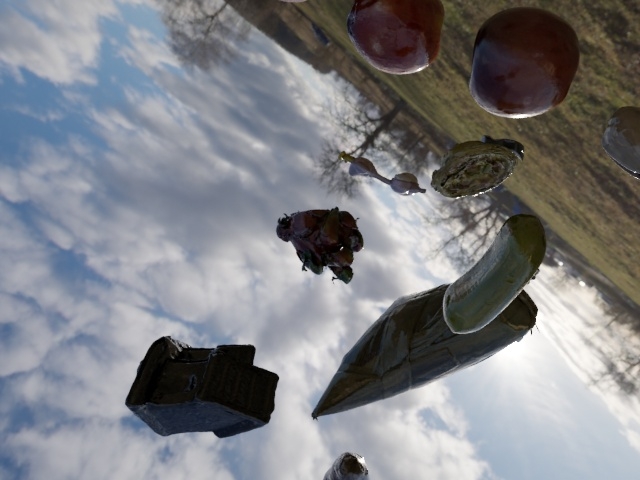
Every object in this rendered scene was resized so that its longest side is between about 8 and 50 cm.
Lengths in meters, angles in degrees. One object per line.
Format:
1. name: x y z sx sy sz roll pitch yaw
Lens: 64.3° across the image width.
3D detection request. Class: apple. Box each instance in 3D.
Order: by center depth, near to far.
1. apple: 0.413 -0.365 1.056 0.202 0.218 0.218 7 -164 6

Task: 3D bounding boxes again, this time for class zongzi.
1. zongzi: 0.263 0.261 1.162 0.467 0.500 0.218 -40 -84 -38

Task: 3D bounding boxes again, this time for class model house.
1. model house: -0.128 0.168 0.622 0.153 0.106 0.165 -1 -147 4

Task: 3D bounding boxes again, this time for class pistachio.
1. pistachio: 0.797 -0.244 1.271 0.126 0.152 0.223 33 -140 -49

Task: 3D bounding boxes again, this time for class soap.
1. soap: 0.172 0.035 0.506 0.045 0.140 0.089 33 -156 -4

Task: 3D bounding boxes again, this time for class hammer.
1. hammer: 0.392 -0.191 1.234 0.111 0.033 0.287 8 173 -5

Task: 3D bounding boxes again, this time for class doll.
1. doll: 0.244 -0.254 2.006 0.366 0.094 0.160 22 -171 16

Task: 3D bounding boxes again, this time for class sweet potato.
1. sweet potato: 0.051 0.481 0.954 0.112 0.112 0.358 -118 15 -53

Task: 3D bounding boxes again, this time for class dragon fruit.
1. dragon fruit: 0.000 0.000 0.825 0.139 0.142 0.174 -4 -135 -8

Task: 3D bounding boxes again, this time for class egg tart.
1. egg tart: 0.224 -0.110 0.752 0.129 0.129 0.049 23 -129 -43

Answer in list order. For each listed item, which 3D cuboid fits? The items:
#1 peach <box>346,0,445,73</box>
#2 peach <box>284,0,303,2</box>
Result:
1. peach: 0.207 -0.594 1.426 0.281 0.237 0.281 6 -178 0
2. peach: -0.090 -0.860 1.390 0.388 0.388 0.388 35 -163 -13
